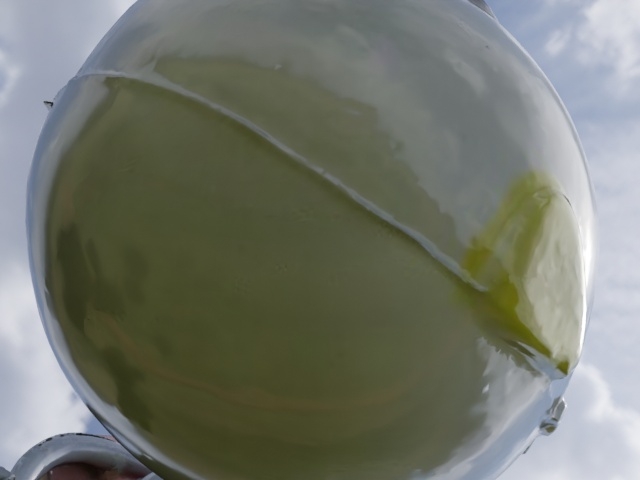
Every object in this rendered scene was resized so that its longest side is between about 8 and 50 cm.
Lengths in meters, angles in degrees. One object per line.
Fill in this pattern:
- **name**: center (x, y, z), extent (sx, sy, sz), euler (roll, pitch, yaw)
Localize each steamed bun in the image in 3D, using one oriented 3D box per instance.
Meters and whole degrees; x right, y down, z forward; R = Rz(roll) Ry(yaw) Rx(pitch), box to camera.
- **steamed bun**: center (-0.003, 0.006, 0.917), extent (0.334, 0.334, 0.374), euler (38, -12, 11)

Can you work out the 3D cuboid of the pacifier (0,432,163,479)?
- **pacifier**: center (-0.144, 0.294, 1.274), extent (0.220, 0.332, 0.273), euler (3, -55, -7)
